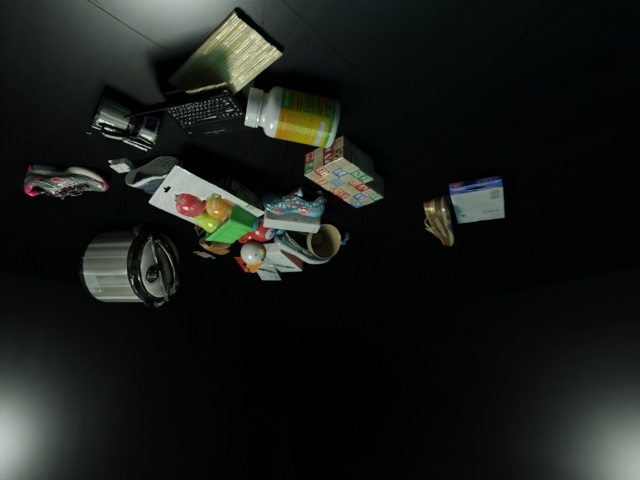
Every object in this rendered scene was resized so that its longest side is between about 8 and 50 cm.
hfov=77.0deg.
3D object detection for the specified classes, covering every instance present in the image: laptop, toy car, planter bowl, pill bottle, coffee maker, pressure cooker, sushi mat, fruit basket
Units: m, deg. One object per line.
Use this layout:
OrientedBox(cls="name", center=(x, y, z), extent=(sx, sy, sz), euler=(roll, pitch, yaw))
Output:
OrientedBox(cls="laptop", center=(-0.349, -0.332, 1.129), extent=(0.235, 0.136, 0.264), euler=(-4, 156, 18))
OrientedBox(cls="toy car", center=(-0.282, 0.021, 1.788), extent=(0.210, 0.237, 0.219), euler=(-11, 171, 33))
OrientedBox(cls="planter bowl", center=(0.000, 0.000, 1.910), extent=(0.162, 0.162, 0.109), euler=(16, 177, -29))
OrientedBox(cls="pill bottle", center=(-0.080, -0.346, 1.117), extent=(0.246, 0.136, 0.136), euler=(8, 156, -13))
OrientedBox(cls="coffee maker", center=(-0.594, -0.346, 1.227), extent=(0.178, 0.120, 0.171), euler=(21, 174, -33))
OrientedBox(cls="pressure cooker", center=(-0.907, 0.133, 2.011), extent=(0.421, 0.375, 0.370), euler=(-3, 153, 13))
OrientedBox(cls="sushi mat", center=(-0.255, -0.448, 1.047), extent=(0.317, 0.019, 0.151), euler=(-19, 150, 40))
OrientedBox(cls="fruit basket", center=(-0.431, -0.136, 1.526), extent=(0.353, 0.165, 0.327), euler=(32, 145, -24))

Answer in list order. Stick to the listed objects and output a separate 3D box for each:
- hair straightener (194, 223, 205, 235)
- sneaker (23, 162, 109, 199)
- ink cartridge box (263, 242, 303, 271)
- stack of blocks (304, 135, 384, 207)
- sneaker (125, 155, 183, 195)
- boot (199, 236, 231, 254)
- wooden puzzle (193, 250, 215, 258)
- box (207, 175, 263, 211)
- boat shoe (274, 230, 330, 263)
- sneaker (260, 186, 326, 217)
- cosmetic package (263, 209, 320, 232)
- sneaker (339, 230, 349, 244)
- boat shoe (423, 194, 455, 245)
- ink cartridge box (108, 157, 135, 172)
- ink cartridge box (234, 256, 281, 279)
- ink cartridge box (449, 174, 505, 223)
OrientedBox(cls="hair straightener", center=(-0.555, -0.069, 1.915), extent=(0.089, 0.047, 0.230), euler=(10, 156, -16))
OrientedBox(cls="sneaker", center=(-0.968, -0.213, 1.546), extent=(0.299, 0.111, 0.121), euler=(3, 157, -2))
OrientedBox(cls="ink cartridge box", center=(-0.160, 0.091, 2.225), extent=(0.261, 0.066, 0.296), euler=(-6, 155, 20))
OrientedBox(cls="stack of blocks", center=(0.106, -0.231, 1.424), extent=(0.171, 0.087, 0.297), euler=(-18, 149, 38))
OrientedBox(cls="sneaker", center=(-0.577, -0.234, 1.501), extent=(0.226, 0.086, 0.163), euler=(-14, 162, 15))
OrientedBox(cls="boot", center=(-0.518, 0.030, 2.116), extent=(0.197, 0.072, 0.152), euler=(5, 158, 26))
OrientedBox(cls="wooden puzzle", center=(-0.667, 0.080, 2.315), extent=(0.079, 0.014, 0.116), euler=(-6, 155, 29))
OrientedBox(cls="box", center=(-0.372, -0.169, 1.656), extent=(0.183, 0.056, 0.231), euler=(-9, 154, 24))
OrientedBox(cls="boat shoe", center=(-0.065, 0.031, 2.002), extent=(0.335, 0.121, 0.119), euler=(19, 149, -33))
OrientedBox(cls="sneaker", center=(-0.106, -0.174, 1.603), extent=(0.262, 0.104, 0.125), euler=(3, 140, -12))
OrientedBox(cls="cosmetic package", center=(-0.119, -0.109, 1.695), extent=(0.231, 0.117, 0.085), euler=(6, 156, -11))
OrientedBox(cls="sneaker", center=(0.107, -0.010, 1.984), extent=(0.059, 0.053, 0.144), euler=(16, 161, -28))
OrientedBox(cls="boat shoe", center=(0.504, -0.084, 1.707), extent=(0.120, 0.122, 0.324), euler=(-2, 149, 22))
OrientedBox(cls="ink cartridge box", center=(-0.735, -0.275, 1.481), extent=(0.083, 0.028, 0.048), euler=(-5, 155, 18))
OrientedBox(cls="ink cartridge box", center=(-0.374, 0.173, 2.444), extent=(0.239, 0.060, 0.275), euler=(-1, 156, 4))
OrientedBox(cls="ink cartridge box", center=(0.610, -0.163, 1.564), extent=(0.186, 0.065, 0.311), euler=(-8, 157, 23))
